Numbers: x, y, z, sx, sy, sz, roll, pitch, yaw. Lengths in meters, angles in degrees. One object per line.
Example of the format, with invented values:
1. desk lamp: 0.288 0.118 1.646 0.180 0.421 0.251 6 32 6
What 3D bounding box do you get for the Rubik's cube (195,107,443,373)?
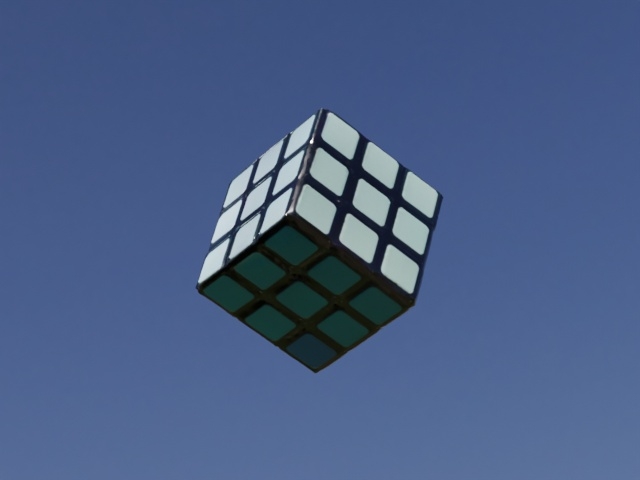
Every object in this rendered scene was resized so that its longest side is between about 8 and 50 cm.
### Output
1. Rubik's cube: 0.000 0.000 1.796 0.162 0.163 0.160 34 -45 -20
